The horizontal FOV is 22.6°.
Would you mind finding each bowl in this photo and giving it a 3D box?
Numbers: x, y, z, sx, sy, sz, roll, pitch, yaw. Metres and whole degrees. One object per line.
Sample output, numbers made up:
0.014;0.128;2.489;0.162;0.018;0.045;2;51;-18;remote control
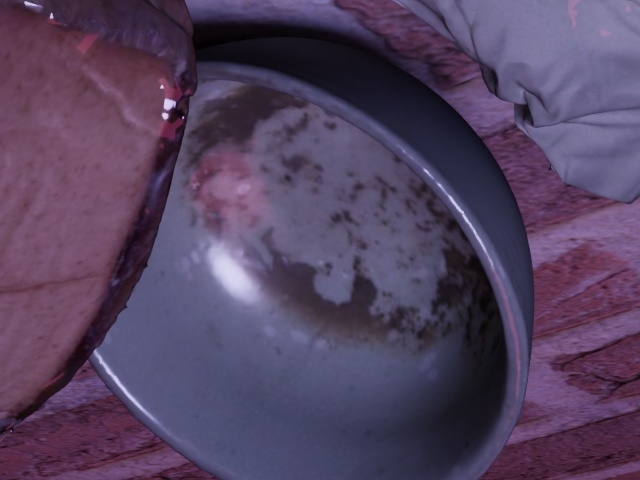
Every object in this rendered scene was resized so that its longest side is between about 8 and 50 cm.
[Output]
0.000;0.000;0.902;0.289;0.146;0.289;14;127;20;bowl

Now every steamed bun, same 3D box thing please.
-0.213;-0.050;0.750;0.251;0.199;0.301;5;132;-39;steamed bun

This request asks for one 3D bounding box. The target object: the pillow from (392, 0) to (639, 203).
0.177;-0.139;0.690;0.310;0.138;0.283;-20;143;28;pillow
